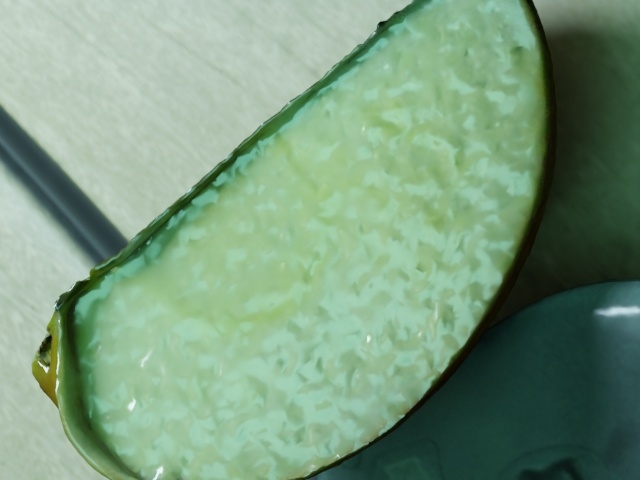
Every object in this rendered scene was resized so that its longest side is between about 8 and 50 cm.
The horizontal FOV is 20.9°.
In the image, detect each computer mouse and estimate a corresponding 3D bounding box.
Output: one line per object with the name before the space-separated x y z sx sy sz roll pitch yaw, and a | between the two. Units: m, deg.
computer mouse | 0.136 0.127 0.977 0.371 0.122 0.188 -25 88 40

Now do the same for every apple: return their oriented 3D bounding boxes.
apple | 0.000 0.000 0.946 0.346 0.179 0.254 -42 40 7
